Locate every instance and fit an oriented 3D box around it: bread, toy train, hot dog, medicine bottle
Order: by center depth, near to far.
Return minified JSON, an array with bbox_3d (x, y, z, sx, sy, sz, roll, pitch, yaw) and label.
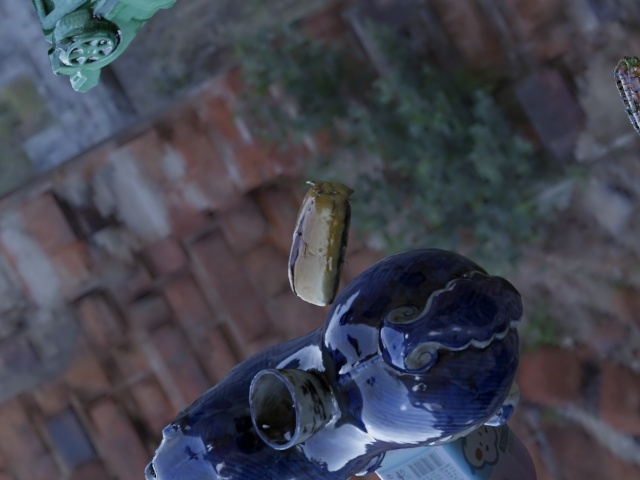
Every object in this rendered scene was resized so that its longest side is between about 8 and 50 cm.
[{"bbox_3d":[-0.127,-0.160,1.132,0.081,0.149,0.099,13,-132,-54],"label":"toy train"},{"bbox_3d":[0.000,0.000,1.657,0.072,0.053,0.106,-93,9,-67],"label":"bread"},{"bbox_3d":[0.144,0.229,1.785,0.188,0.094,0.119,50,-150,-16],"label":"medicine bottle"},{"bbox_3d":[0.315,-0.129,1.826,0.049,0.037,0.122,30,152,58],"label":"hot dog"}]

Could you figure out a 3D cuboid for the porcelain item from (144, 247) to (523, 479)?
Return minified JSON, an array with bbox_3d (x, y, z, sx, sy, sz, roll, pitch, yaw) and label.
[{"bbox_3d":[0.007,0.106,1.323,0.186,0.288,0.138,-12,-105,-46],"label":"porcelain item"}]
